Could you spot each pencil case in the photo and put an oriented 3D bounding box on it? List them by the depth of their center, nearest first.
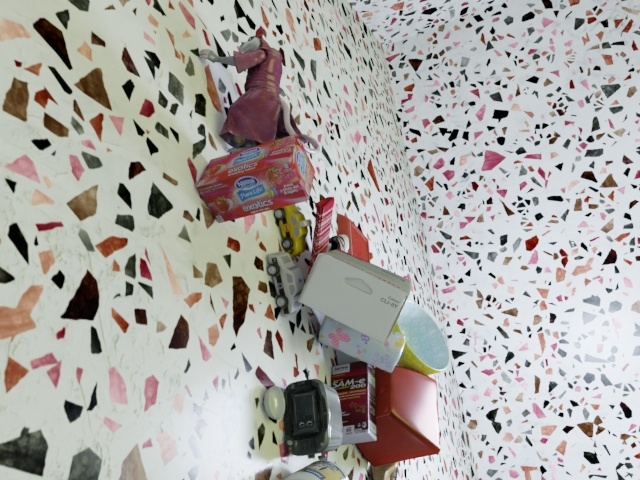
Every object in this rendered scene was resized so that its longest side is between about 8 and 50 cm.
[{"bbox_3d":[0.129,0.310,1.850,0.113,0.273,0.124,-14,124,-79],"label":"pencil case"}]

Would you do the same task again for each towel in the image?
[{"bbox_3d":[0.000,0.000,1.898,0.199,0.031,0.275,-42,141,-74],"label":"towel"}]

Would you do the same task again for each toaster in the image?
[{"bbox_3d":[-0.018,0.467,1.581,0.146,0.129,0.227,45,34,-59],"label":"toaster"}]

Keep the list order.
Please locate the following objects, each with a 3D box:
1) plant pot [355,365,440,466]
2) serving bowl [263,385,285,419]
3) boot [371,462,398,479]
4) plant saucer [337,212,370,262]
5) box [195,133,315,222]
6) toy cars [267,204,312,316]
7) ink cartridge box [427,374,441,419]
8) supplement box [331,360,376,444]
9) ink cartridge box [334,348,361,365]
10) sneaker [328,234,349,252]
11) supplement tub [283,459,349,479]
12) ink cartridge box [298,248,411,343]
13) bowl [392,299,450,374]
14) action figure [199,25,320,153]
[{"bbox_3d":[0.220,0.560,1.966,0.236,0.267,0.267,44,35,-34],"label":"plant pot"},{"bbox_3d":[-0.121,0.411,1.490,0.083,0.027,0.083,-15,90,-69],"label":"serving bowl"},{"bbox_3d":[0.219,0.870,2.010,0.248,0.090,0.207,-37,123,-69],"label":"boot"},{"bbox_3d":[0.144,0.050,2.366,0.258,0.047,0.259,45,36,-53],"label":"plant saucer"},{"bbox_3d":[-0.156,-0.150,1.449,0.128,0.256,0.123,-78,149,-49],"label":"box"},{"bbox_3d":[-0.079,0.036,1.757,0.176,0.087,0.394,52,31,-45],"label":"toy cars"},{"bbox_3d":[0.342,0.561,2.305,0.117,0.207,0.283,47,34,-54],"label":"ink cartridge box"},{"bbox_3d":[0.103,0.506,1.849,0.073,0.130,0.239,52,30,-45],"label":"supplement box"},{"bbox_3d":[0.136,0.365,2.024,0.176,0.127,0.128,15,62,-65],"label":"ink cartridge box"},{"bbox_3d":[0.061,0.066,2.144,0.077,0.072,0.178,4,72,-44],"label":"sneaker"},{"bbox_3d":[-0.021,0.628,1.438,0.199,0.144,0.144,18,60,-66],"label":"supplement tub"},{"bbox_3d":[0.118,0.154,1.790,0.160,0.279,0.384,-66,171,5],"label":"ink cartridge box"},{"bbox_3d":[0.314,0.373,2.130,0.289,0.156,0.289,35,32,-26],"label":"bowl"},{"bbox_3d":[-0.162,-0.421,1.628,0.248,0.275,0.370,13,78,-60],"label":"action figure"}]
